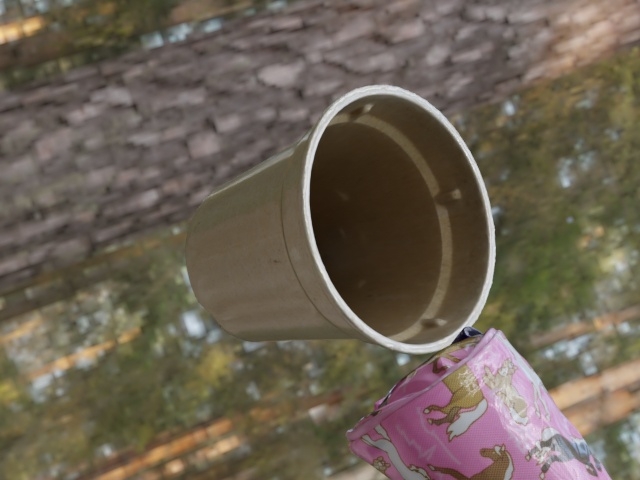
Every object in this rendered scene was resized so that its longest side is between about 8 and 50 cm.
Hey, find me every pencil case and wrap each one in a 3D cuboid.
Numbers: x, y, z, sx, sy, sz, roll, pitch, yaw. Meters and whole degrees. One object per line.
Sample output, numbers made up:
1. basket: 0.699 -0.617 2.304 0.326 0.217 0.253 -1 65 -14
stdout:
1. pencil case: 0.193 0.254 1.184 0.160 0.167 0.386 -42 -95 22

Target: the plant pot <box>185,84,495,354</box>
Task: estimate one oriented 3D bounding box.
1. plant pot: 0.000 0.000 1.920 0.305 0.333 0.334 -15 -85 45
